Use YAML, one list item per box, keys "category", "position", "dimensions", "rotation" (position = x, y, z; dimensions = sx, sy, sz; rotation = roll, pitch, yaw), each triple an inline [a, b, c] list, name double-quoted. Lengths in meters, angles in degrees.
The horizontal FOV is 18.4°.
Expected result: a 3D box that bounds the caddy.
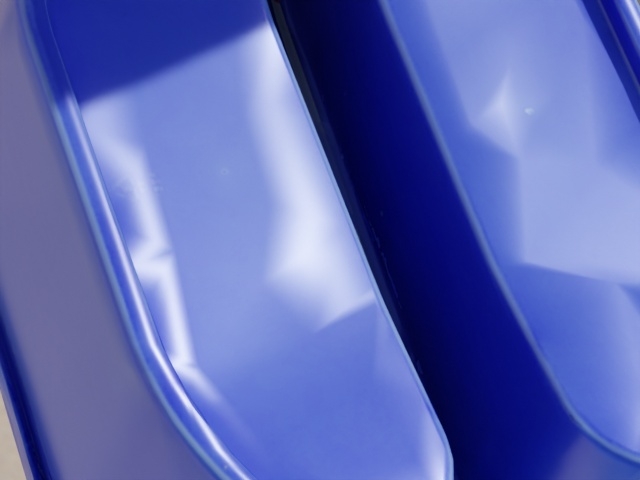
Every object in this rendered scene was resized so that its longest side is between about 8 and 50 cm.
- category: "caddy"
  position: [0.000, 0.000, 0.714]
  dimensions: [0.241, 0.341, 0.179]
  rotation: [-11, 159, -24]
